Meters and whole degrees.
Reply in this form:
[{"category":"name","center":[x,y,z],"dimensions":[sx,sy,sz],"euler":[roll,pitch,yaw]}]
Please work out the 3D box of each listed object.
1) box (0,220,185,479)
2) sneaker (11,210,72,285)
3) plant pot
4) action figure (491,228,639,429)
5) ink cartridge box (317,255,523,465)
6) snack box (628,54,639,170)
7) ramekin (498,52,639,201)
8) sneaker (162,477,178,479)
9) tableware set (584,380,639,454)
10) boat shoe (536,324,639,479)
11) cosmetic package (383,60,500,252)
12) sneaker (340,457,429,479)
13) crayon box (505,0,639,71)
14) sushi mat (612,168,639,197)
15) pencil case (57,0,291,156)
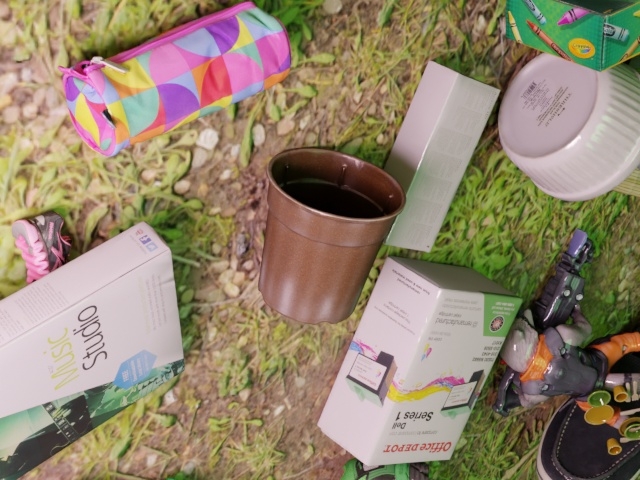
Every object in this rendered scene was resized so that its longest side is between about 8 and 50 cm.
[{"category":"box","center":[-0.291,0.142,1.115],"dimensions":[0.322,0.058,0.232],"euler":[-31,148,-24]},{"category":"sneaker","center":[-0.277,0.021,1.111],"dimensions":[0.057,0.047,0.119],"euler":[-37,137,-37]},{"category":"plant pot","center":[0.000,0.000,1.281],"dimensions":[0.167,0.167,0.165],"euler":[-11,130,-39]},{"category":"action figure","center":[0.440,0.168,1.756],"dimensions":[0.330,0.178,0.341],"euler":[12,102,-20]},{"category":"ink cartridge box","center":[0.143,0.176,1.544],"dimensions":[0.201,0.117,0.278],"euler":[8,108,-46]},{"category":"snack box","center":[0.542,-0.227,1.694],"dimensions":[0.174,0.070,0.207],"euler":[29,86,-47]},{"category":"ramekin","center":[0.340,-0.167,1.466],"dimensions":[0.109,0.207,0.207],"euler":[23,98,-39]},{"category":"sneaker","center":[-0.226,0.347,1.329],"dimensions":[0.295,0.109,0.124],"euler":[38,63,-47]},{"category":"tableware set","center":[0.481,0.290,1.735],"dimensions":[0.104,0.024,0.154],"euler":[-11,129,5]},{"category":"boat shoe","center":[0.562,0.286,1.953],"dimensions":[0.500,0.186,0.156],"euler":[-37,146,-30]},{"category":"cosmetic package","center":[0.143,-0.107,1.413],"dimensions":[0.099,0.060,0.239],"euler":[12,106,-44]},{"category":"sneaker","center":[0.060,0.447,1.646],"dimensions":[0.134,0.146,0.344],"euler":[-75,180,-56]},{"category":"crayon box","center":[0.405,-0.327,1.450],"dimensions":[0.278,0.165,0.081],"euler":[-27,130,-30]},{"category":"sushi mat","center":[0.551,-0.145,1.811],"dimensions":[0.316,0.019,0.151],"euler":[8,107,-45]},{"category":"pencil case","center":[-0.143,-0.167,1.081],"dimensions":[0.236,0.104,0.104],"euler":[-28,131,-31]}]
